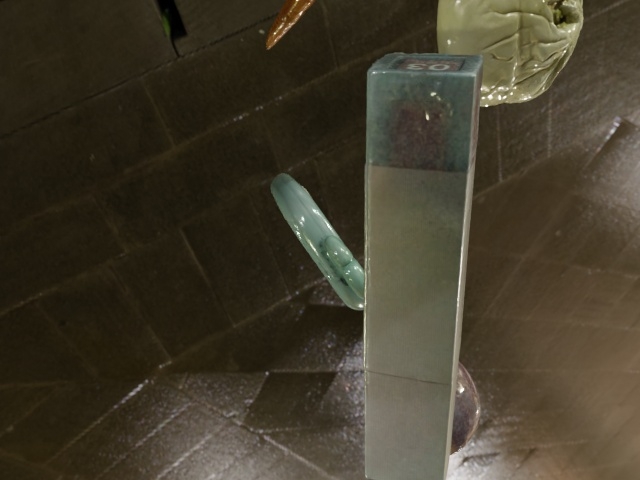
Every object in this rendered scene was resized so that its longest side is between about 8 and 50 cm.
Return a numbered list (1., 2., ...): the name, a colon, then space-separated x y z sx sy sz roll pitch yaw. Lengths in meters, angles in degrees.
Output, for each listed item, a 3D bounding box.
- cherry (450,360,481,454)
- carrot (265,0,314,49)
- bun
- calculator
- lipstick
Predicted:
1. cherry: 0.156 0.229 0.948 0.176 0.176 0.140 -11 143 -26
2. carrot: -0.019 -0.337 0.869 0.048 0.048 0.216 8 140 -37
3. bun: 0.253 -0.288 0.837 0.229 0.145 0.229 -21 118 -46
4. calculator: 0.000 0.000 0.810 0.042 0.295 0.184 -35 109 -1
5. lipstick: 0.080 0.041 0.535 0.080 0.076 0.371 5 116 15
